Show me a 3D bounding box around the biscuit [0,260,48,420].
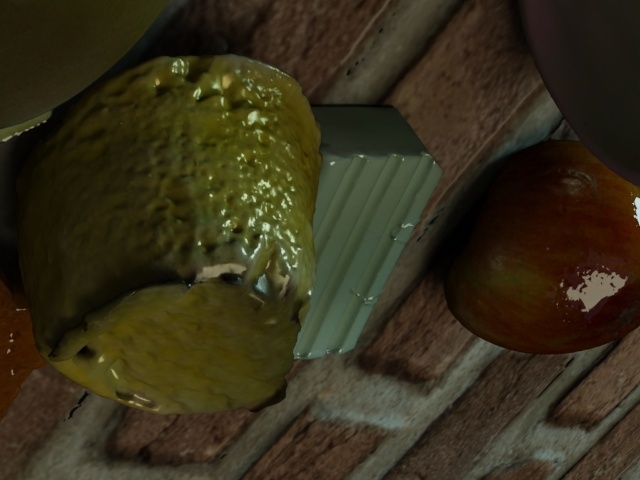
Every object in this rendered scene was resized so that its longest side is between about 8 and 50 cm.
[{"bbox_3d":[-0.248,0.066,0.716,0.183,0.043,0.280,-16,143,-23],"label":"biscuit"}]

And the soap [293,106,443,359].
[{"bbox_3d":[0.000,0.000,0.847,0.119,0.066,0.198,-6,134,-39],"label":"soap"}]

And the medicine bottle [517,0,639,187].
[{"bbox_3d":[0.345,-0.207,0.789,0.388,0.219,0.219,-29,143,-13],"label":"medicine bottle"}]

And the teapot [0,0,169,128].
[{"bbox_3d":[-0.154,-0.169,0.439,0.175,0.185,0.268,46,58,-54],"label":"teapot"}]

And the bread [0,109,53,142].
[{"bbox_3d":[-0.245,-0.067,0.590,0.193,0.036,0.112,-28,143,-6],"label":"bread"}]

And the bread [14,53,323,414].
[{"bbox_3d":[-0.082,-0.002,0.683,0.197,0.170,0.197,-8,146,-6],"label":"bread"}]

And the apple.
[{"bbox_3d":[0.200,0.013,0.979,0.173,0.160,0.195,13,117,-22],"label":"apple"}]
